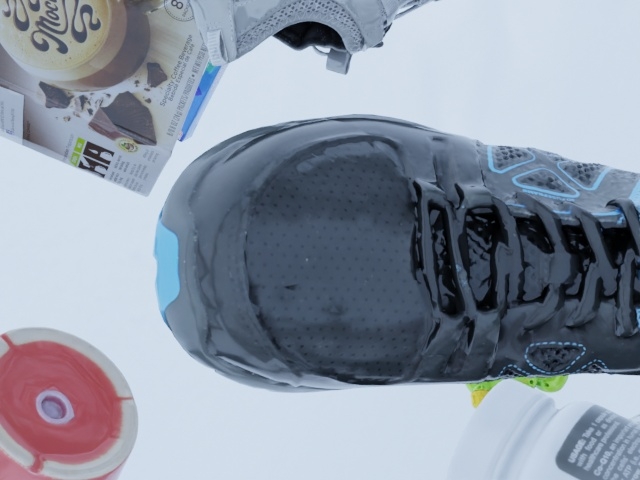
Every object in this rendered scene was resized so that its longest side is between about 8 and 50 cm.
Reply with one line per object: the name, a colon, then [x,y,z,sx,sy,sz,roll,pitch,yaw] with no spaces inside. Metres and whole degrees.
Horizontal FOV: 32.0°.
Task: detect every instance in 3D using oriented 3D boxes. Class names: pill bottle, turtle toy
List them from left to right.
turtle toy: [0.223,0.154,1.296,0.066,0.130,0.095,79,11,-70]
pill bottle: [0.269,0.245,1.015,0.161,0.283,0.161,-42,145,-38]

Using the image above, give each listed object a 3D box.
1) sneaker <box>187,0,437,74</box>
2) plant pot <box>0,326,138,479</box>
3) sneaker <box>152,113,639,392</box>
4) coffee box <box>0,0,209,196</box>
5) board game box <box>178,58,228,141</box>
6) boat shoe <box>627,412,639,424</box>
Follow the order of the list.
sneaker: [0.017,-0.171,0.761,0.281,0.105,0.115,-10,99,-38]
plant pot: [-0.345,0.242,1.253,0.275,0.275,0.243,-7,148,-48]
sneaker: [0.093,0.002,0.499,0.341,0.140,0.125,0,86,-34]
coffee box: [-0.264,-0.186,1.064,0.297,0.119,0.168,22,64,-11]
board game box: [-0.180,-0.247,1.322,0.210,0.160,0.047,-60,178,17]
boat shoe: [0.451,0.165,1.235,0.258,0.084,0.095,-31,171,-8]
